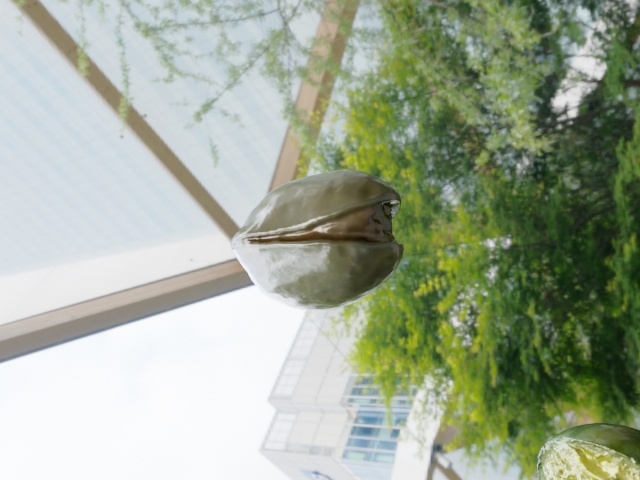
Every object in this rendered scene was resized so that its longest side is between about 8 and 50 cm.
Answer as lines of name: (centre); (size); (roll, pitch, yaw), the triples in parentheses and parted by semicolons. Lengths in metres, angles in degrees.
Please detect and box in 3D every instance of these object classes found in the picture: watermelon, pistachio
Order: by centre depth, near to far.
watermelon: (0.188, 0.153, 0.394); (0.062, 0.105, 0.106); (-28, -74, -28)
pistachio: (0.000, 0.000, 0.565); (0.124, 0.184, 0.125); (9, -108, -31)
